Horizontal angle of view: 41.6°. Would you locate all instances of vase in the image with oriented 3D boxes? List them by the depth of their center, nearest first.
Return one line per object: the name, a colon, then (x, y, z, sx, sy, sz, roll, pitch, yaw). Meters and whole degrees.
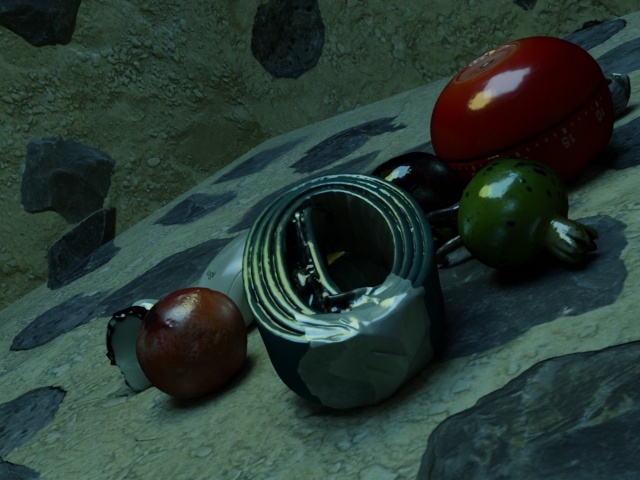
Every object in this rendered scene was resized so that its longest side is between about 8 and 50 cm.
vase: (0.051, 0.078, 1.543, 0.299, 0.143, 0.143, -38, 19, -28)

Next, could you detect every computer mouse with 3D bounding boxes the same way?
computer mouse: (-0.167, 0.064, 1.799, 0.297, 0.121, 0.184, -53, 30, -7)

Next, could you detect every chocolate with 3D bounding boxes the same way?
chocolate: (0.622, -0.309, 1.969, 0.248, 0.110, 0.110, -29, 15, -10)

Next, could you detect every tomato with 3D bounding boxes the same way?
tomato: (-0.239, 0.182, 1.553, 0.208, 0.184, 0.208, -23, 14, 6)

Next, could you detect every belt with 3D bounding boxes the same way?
belt: (0.037, 0.060, 1.332, 0.300, 0.173, 0.437, -15, 39, 3)

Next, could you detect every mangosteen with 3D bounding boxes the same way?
mangosteen: (0.196, -0.071, 1.706, 0.216, 0.216, 0.216, -24, 15, 7)

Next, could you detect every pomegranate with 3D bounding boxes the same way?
pomegranate: (0.338, -0.034, 1.383, 0.202, 0.202, 0.248, -34, 47, -30)

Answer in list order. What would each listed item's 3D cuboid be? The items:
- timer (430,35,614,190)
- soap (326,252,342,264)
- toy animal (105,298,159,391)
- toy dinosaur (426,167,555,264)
timer: (0.413, -0.259, 1.767, 0.378, 0.279, 0.378, -29, 19, 11)
soap: (0.000, 0.000, 1.979, 0.199, 0.091, 0.315, -13, 19, 45)
toy animal: (-0.363, 0.209, 1.772, 0.138, 0.166, 0.179, 7, 12, 12)
toy dinosaur: (0.307, -0.061, 1.569, 0.294, 0.077, 0.162, -32, -19, -22)
